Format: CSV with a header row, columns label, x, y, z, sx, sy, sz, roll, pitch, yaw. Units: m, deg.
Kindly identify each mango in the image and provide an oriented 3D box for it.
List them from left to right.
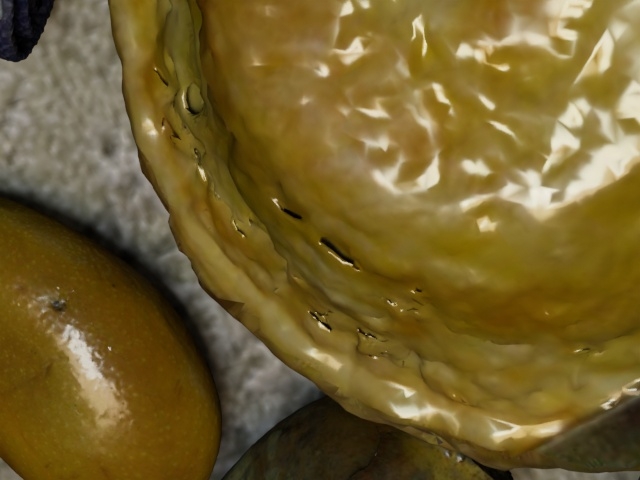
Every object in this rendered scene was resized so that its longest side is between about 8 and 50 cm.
label,x,y,z,sx,sy,sz,roll,pitch,yaw
mango,-0.147,0.059,0.977,0.227,0.099,0.136,45,119,-3

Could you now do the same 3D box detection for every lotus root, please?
label,x,y,z,sx,sy,sz,roll,pitch,yaw
lotus root,-0.008,0.191,0.978,0.152,0.160,0.275,45,112,-7

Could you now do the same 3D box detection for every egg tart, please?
label,x,y,z,sx,sy,sz,roll,pitch,yaw
egg tart,0.093,-0.108,0.776,0.443,0.178,0.443,2,97,18

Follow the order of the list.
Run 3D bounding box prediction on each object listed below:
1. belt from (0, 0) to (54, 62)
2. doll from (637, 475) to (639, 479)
label,x,y,z,sx,sy,sz,roll,pitch,yaw
belt,-0.155,-0.201,0.834,0.126,0.140,0.231,14,113,2
doll,0.260,0.050,0.906,0.245,0.158,0.341,-1,86,17
